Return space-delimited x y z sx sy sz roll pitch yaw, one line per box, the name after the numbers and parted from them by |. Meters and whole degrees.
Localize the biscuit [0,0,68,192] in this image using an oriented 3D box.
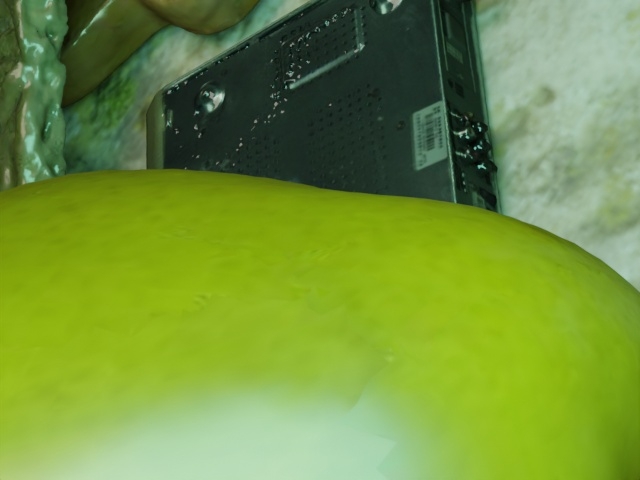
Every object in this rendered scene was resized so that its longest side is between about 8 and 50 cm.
-0.201 -0.085 1.000 0.187 0.036 0.274 -2 84 47 | biscuit

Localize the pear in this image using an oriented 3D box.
-0.050 0.152 0.547 0.418 0.362 0.362 -27 49 35 | pear

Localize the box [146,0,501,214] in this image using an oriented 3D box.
0.000 0.000 0.823 0.211 0.045 0.270 -25 50 30 | box

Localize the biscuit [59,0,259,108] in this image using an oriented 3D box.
-0.069 -0.235 1.026 0.355 0.052 0.275 -43 47 11 | biscuit
